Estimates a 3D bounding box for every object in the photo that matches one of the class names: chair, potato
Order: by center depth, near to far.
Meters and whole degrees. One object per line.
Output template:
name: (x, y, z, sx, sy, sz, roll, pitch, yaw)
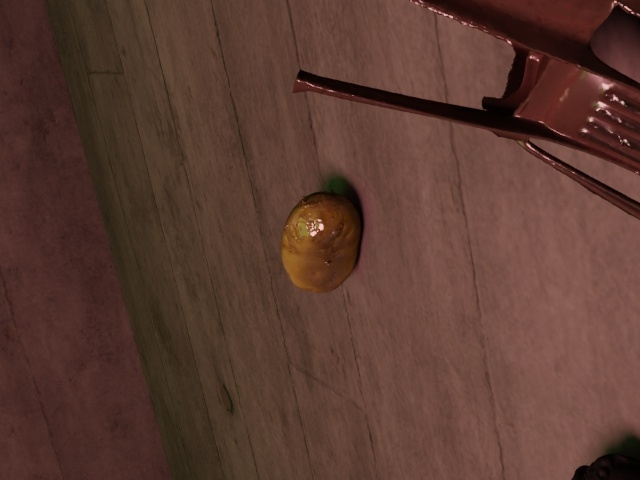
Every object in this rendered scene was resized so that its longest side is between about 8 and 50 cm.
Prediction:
chair: (0.168, -0.127, 0.537, 0.327, 0.183, 0.175, 22, 145, -2)
potato: (0.000, 0.000, 0.993, 0.138, 0.092, 0.070, 99, 156, -47)

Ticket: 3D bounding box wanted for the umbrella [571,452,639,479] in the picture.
umbrella: (0.218, 0.299, 0.758, 0.094, 0.090, 0.326, 47, 146, 36)
